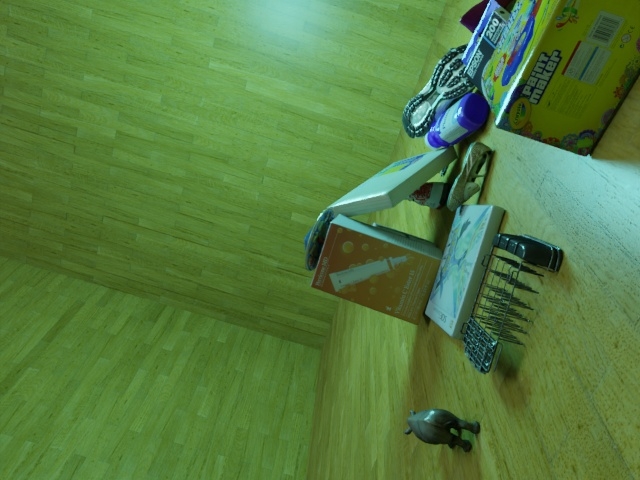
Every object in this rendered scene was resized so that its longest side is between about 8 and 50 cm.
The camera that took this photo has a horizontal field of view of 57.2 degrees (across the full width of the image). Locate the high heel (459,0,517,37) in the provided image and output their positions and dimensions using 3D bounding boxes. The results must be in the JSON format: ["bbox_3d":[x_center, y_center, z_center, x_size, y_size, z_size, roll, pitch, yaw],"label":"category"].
[{"bbox_3d":[0.519,-0.740,1.761,0.127,0.181,0.377,110,175,-50],"label":"high heel"}]

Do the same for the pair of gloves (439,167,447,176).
[{"bbox_3d":[0.448,-0.271,2.122,0.083,0.010,0.074,-87,15,-67],"label":"pair of gloves"}]

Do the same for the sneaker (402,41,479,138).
[{"bbox_3d":[0.457,-0.512,2.000,0.410,0.182,0.158,-43,67,42],"label":"sneaker"}]

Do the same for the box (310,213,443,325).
[{"bbox_3d":[0.173,0.083,1.793,0.168,0.345,0.215,-45,-27,-75],"label":"box"}]

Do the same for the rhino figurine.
[{"bbox_3d":[0.240,0.398,1.251,0.243,0.106,0.073,116,171,-71],"label":"rhino figurine"}]

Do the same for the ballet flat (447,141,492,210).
[{"bbox_3d":[0.412,-0.172,1.605,0.073,0.067,0.206,22,-91,-55],"label":"ballet flat"}]

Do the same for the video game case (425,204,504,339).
[{"bbox_3d":[0.363,0.067,1.523,0.300,0.036,0.329,-120,47,-86],"label":"video game case"}]

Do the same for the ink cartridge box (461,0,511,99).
[{"bbox_3d":[0.471,-0.513,1.602,0.208,0.045,0.206,58,149,29],"label":"ink cartridge box"}]

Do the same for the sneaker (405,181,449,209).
[{"bbox_3d":[0.350,-0.170,2.057,0.270,0.145,0.090,-142,69,-87],"label":"sneaker"}]

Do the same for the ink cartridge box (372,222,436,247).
[{"bbox_3d":[0.268,0.015,1.972,0.148,0.203,0.086,-95,22,-83],"label":"ink cartridge box"}]

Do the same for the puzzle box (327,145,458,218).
[{"bbox_3d":[0.244,-0.192,1.942,0.272,0.052,0.409,-11,19,49],"label":"puzzle box"}]

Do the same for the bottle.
[{"bbox_3d":[0.426,-0.368,1.879,0.118,0.092,0.283,-68,11,-15],"label":"bottle"}]

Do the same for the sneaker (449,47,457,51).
[{"bbox_3d":[0.476,-0.560,2.138,0.111,0.121,0.300,-82,9,-73],"label":"sneaker"}]

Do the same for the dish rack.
[{"bbox_3d":[0.352,0.120,1.133,0.208,0.074,0.271,-85,10,-82],"label":"dish rack"}]

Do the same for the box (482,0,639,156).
[{"bbox_3d":[0.444,-0.357,1.060,0.279,0.177,0.290,-76,4,-56],"label":"box"}]

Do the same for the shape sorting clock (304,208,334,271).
[{"bbox_3d":[0.000,0.000,1.835,0.206,0.040,0.206,-54,-22,-34],"label":"shape sorting clock"}]
